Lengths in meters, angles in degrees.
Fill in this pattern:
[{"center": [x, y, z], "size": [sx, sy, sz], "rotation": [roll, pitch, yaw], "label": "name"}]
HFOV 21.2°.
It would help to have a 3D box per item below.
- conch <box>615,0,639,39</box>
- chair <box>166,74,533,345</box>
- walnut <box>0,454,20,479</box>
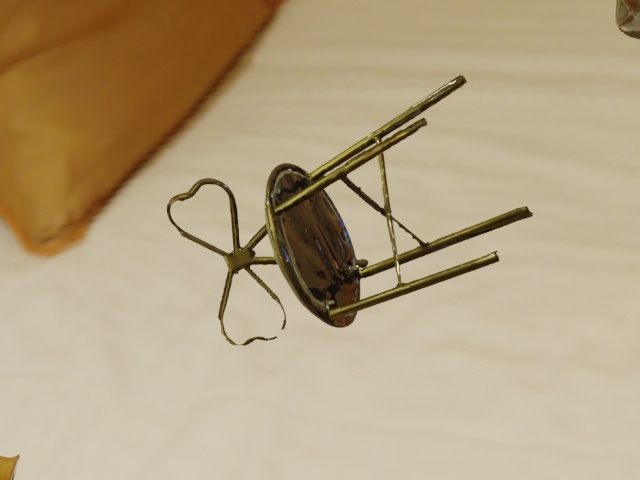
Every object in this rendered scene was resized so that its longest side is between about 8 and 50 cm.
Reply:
[{"center": [0.240, -0.182, 0.897], "size": [0.170, 0.203, 0.386], "rotation": [15, 47, 8], "label": "conch"}, {"center": [0.000, 0.000, 1.443], "size": [0.326, 0.159, 0.170], "rotation": [-23, 11, 25], "label": "chair"}, {"center": [-0.220, 0.180, 1.024], "size": [0.052, 0.091, 0.121], "rotation": [18, 69, -4], "label": "walnut"}]
